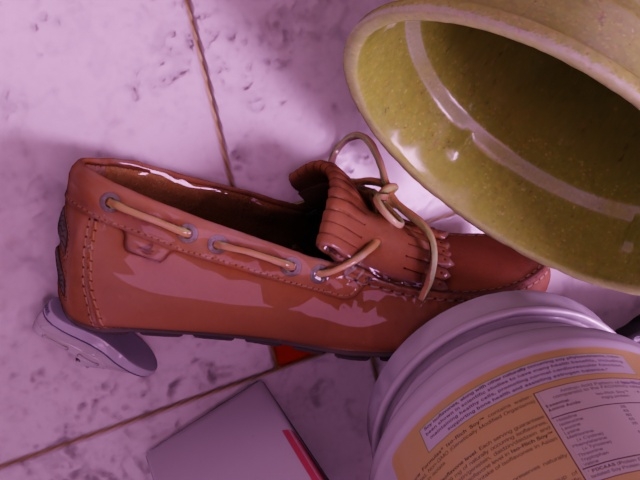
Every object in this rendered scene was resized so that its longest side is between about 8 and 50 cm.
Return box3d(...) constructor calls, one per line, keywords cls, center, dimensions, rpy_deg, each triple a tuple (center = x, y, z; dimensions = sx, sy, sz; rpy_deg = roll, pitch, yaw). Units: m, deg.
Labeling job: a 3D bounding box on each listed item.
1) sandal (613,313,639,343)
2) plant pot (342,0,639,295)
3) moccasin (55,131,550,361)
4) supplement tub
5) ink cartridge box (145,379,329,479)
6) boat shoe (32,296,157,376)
box3d(cls="sandal", center=(0.373, 0.120, 0.969), dimensions=(0.446, 0.107, 0.167), rpy_deg=(-9, 107, -31))
box3d(cls="plant pot", center=(0.198, -0.144, 0.674), dimensions=(0.276, 0.276, 0.254), rpy_deg=(43, 73, -25))
box3d(cls="moccasin", center=(-0.001, -0.001, 0.774), dimensions=(0.380, 0.139, 0.147), rpy_deg=(8, 111, -13))
box3d(cls="supplement tub", center=(0.166, 0.204, 0.646), dimensions=(0.241, 0.331, 0.241), rpy_deg=(-6, 121, -10))
box3d(cls="ink cartridge box", center=(-0.003, 0.280, 0.802), dimensions=(0.117, 0.207, 0.283), rpy_deg=(-32, 113, -7))
box3d(cls="boat shoe", center=(-0.172, 0.080, 0.783), dimensions=(0.100, 0.035, 0.035), rpy_deg=(32, 119, -29))
